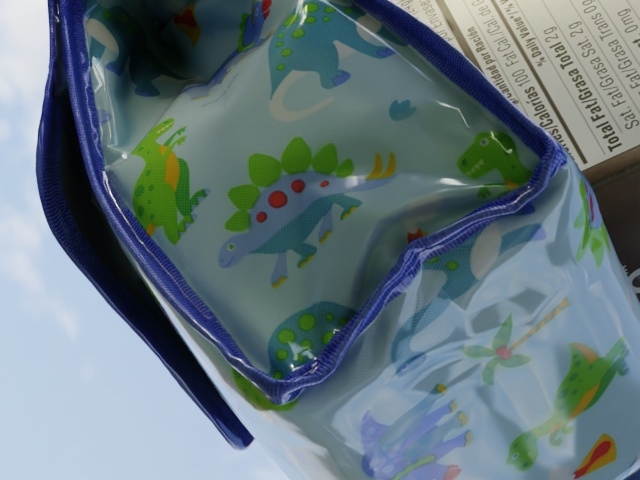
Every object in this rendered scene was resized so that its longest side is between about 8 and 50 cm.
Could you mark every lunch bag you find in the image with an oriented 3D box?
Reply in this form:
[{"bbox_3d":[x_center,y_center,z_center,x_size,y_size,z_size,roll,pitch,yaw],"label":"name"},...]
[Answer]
[{"bbox_3d":[0.000,0.000,0.409,0.151,0.096,0.129,48,-6,40],"label":"lunch bag"}]

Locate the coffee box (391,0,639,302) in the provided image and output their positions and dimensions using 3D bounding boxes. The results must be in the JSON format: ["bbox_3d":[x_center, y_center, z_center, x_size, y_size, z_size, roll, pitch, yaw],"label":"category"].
[{"bbox_3d":[0.175,-0.046,0.569,0.168,0.297,0.119,61,5,-48],"label":"coffee box"}]
